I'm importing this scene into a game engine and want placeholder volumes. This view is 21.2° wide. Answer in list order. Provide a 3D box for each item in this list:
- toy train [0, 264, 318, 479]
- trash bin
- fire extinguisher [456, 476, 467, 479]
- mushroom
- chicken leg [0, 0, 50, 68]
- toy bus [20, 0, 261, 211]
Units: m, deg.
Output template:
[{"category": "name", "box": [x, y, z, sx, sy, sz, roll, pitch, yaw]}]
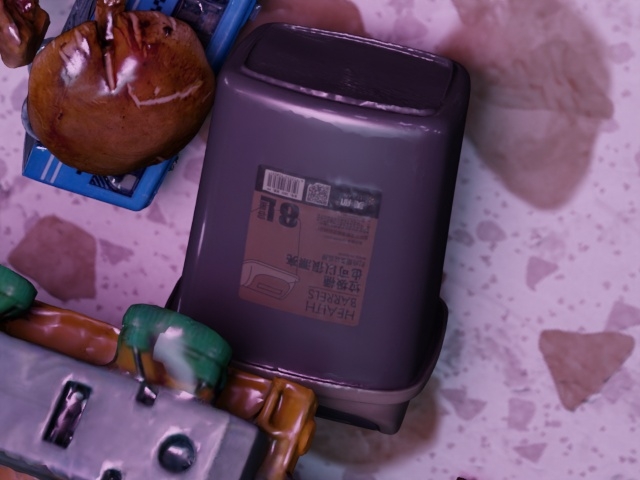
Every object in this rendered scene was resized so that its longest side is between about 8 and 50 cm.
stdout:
[{"category": "toy train", "box": [-0.186, 0.141, 1.239, 0.429, 0.249, 0.178, 18, 75, 13]}, {"category": "trash bin", "box": [0.000, 0.000, 1.274, 0.209, 0.182, 0.290, 14, 119, 9]}, {"category": "fire extinguisher", "box": [0.167, 0.237, 1.404, 0.132, 0.039, 0.056, 22, 145, 4]}, {"category": "mushroom", "box": [-0.140, -0.115, 1.201, 0.135, 0.080, 0.170, -15, 128, -15]}, {"category": "chicken leg", "box": [-0.375, -0.254, 1.218, 0.409, 0.295, 0.182, 45, 134, 2]}, {"category": "toy bus", "box": [-0.136, -0.152, 1.292, 0.134, 0.113, 0.246, 22, 114, -18]}]
